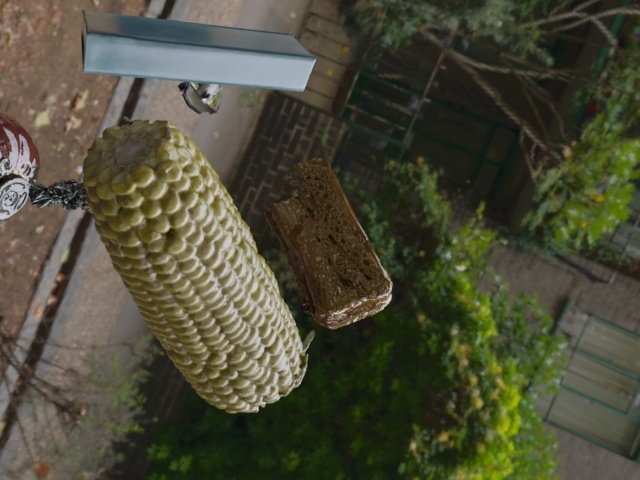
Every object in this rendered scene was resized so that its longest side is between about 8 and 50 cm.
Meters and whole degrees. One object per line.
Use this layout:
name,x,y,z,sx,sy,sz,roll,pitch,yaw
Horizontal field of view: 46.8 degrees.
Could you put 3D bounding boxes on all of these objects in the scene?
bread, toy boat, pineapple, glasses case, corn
bread,0.000,0.000,1.534,0.109,0.185,0.380,89,-21,-58
toy boat,-0.224,-0.322,1.478,0.066,0.084,0.210,-29,-152,28
pineapple,-0.458,-0.084,1.371,0.159,0.074,0.074,0,122,-41
glasses case,-0.149,-0.225,0.896,0.105,0.266,0.056,-121,-142,-54
corn,-0.077,0.030,0.494,0.091,0.091,0.260,-52,145,-27

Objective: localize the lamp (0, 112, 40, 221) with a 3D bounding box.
lamp,-0.801,-0.161,1.710,0.303,0.257,0.303,-50,164,-20
